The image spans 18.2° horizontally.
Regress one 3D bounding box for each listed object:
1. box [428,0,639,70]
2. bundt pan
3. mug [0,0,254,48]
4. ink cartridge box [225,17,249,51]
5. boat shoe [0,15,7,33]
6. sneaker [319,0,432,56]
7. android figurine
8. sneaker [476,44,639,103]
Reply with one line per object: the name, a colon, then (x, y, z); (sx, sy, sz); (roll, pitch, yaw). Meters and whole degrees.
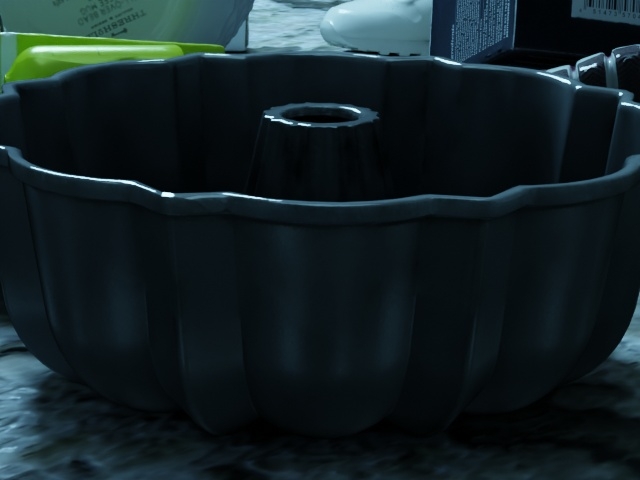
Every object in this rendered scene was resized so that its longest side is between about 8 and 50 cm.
box: (0.175, -0.161, 1.405); (0.153, 0.108, 0.207); (5, -5, -14)
bundt pan: (0.000, 0.000, 0.926); (0.331, 0.124, 0.331); (1, 15, 0)
mug: (-0.217, -0.225, 1.481); (0.374, 0.276, 0.328); (-11, 21, 1)
ink cartridge box: (-0.196, -0.207, 1.797); (0.224, 0.045, 0.223); (-4, 17, -15)
boat shoe: (-0.297, -0.118, 1.223); (0.206, 0.075, 0.065); (-10, -24, 2)
sneaker: (0.106, -0.211, 1.745); (0.235, 0.094, 0.090); (-9, 20, -27)
android figurine: (-0.159, -0.076, 1.156); (0.273, 0.056, 0.248); (0, -7, -21)
sneaker: (0.173, -0.083, 1.277); (0.281, 0.106, 0.162); (1, 13, 1)
